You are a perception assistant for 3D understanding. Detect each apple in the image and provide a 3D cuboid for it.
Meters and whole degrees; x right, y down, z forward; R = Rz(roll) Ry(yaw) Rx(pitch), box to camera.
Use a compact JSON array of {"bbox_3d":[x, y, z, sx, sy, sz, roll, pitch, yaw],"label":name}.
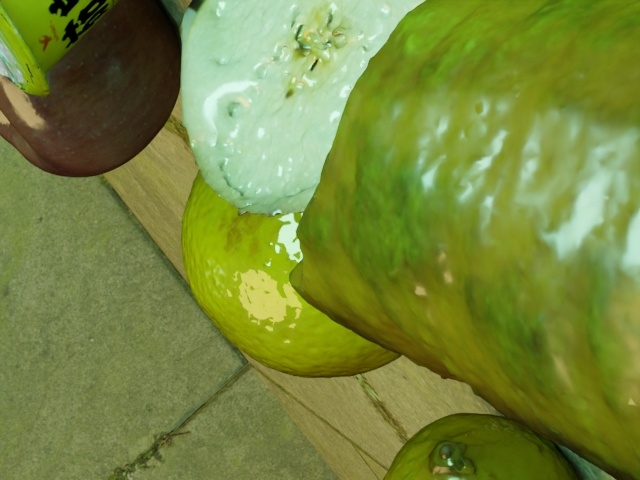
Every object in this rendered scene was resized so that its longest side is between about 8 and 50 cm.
[{"bbox_3d":[-0.295,-0.215,1.557,0.305,0.235,0.306,42,165,14],"label":"apple"}]

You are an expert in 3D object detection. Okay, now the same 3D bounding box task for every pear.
[{"bbox_3d":[0.035,-0.111,0.917,0.178,0.267,0.267,26,-172,-47],"label":"pear"}]

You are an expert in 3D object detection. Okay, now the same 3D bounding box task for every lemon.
[{"bbox_3d":[0.189,0.326,1.528,0.253,0.253,0.310,36,155,44],"label":"lemon"},{"bbox_3d":[0.000,-0.001,1.171,0.267,0.267,0.267,45,167,13],"label":"lemon"}]

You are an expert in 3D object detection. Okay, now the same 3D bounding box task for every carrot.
[{"bbox_3d":[0.157,-0.010,0.621,0.340,0.241,0.241,26,154,55],"label":"carrot"}]

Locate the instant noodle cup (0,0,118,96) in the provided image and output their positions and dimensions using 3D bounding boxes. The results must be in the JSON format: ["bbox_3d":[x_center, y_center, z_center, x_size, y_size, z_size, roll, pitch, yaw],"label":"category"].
[{"bbox_3d":[-0.213,-0.304,0.954,0.325,0.254,0.325,45,168,12],"label":"instant noodle cup"}]
